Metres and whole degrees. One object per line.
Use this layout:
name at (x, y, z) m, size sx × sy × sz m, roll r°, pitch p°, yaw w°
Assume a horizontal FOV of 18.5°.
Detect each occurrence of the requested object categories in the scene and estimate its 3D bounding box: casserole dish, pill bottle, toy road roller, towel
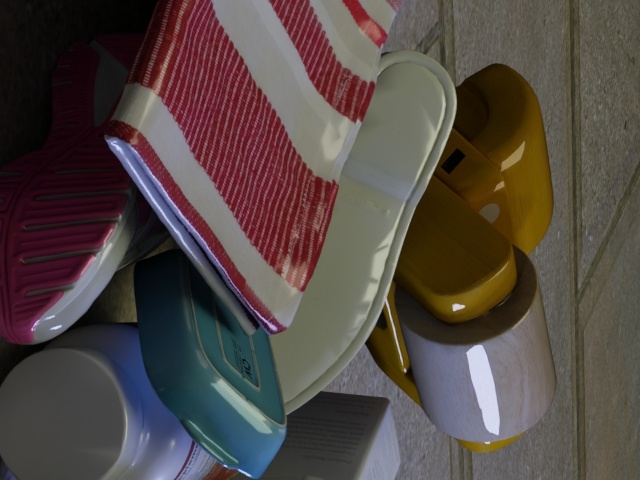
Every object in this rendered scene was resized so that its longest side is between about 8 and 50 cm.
casserole dish at (-0.067, 0.071, 1.245) m, size 0.114 × 0.037 × 0.188 m, roll 43°, pitch 17°, yaw -28°
pill bottle at (-0.124, 0.113, 1.286) m, size 0.216 × 0.121 × 0.121 m, roll 5°, pitch 90°, yaw -71°
toy road roller at (0.122, -0.010, 1.660) m, size 0.240 × 0.329 × 0.202 m, roll -32°, pitch 138°, yaw -14°
towel at (-0.021, -0.133, 1.225) m, size 0.237 × 0.037 × 0.329 m, roll 57°, pitch 45°, yaw -51°

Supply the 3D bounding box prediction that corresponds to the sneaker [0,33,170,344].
sneaker at (-0.139, -0.018, 1.238) m, size 0.252 × 0.103 × 0.111 m, roll -66°, pitch 152°, yaw -43°

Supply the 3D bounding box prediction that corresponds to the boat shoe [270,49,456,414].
boat shoe at (0.000, 0.000, 1.512) m, size 0.319 × 0.116 × 0.099 m, roll -61°, pitch -167°, yaw -3°

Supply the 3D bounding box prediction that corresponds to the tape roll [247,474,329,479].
tape roll at (-0.026, 0.318, 1.433) m, size 0.169 × 0.246 × 0.246 m, roll -57°, pitch 146°, yaw -55°

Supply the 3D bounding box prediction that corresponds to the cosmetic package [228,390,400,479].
cosmetic package at (-0.019, 0.230, 1.632) m, size 0.231 × 0.117 × 0.085 m, roll -65°, pitch 151°, yaw -45°
